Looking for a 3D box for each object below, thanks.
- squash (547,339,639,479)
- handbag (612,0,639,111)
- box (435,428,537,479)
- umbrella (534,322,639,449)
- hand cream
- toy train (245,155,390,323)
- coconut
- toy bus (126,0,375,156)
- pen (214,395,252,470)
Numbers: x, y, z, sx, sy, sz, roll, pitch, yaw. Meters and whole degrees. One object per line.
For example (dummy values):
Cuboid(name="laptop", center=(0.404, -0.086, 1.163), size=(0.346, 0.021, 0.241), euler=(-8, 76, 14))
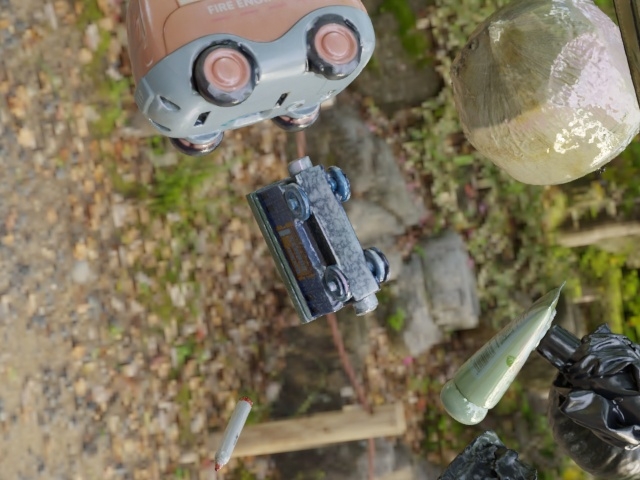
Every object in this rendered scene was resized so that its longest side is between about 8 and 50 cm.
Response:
Cuboid(name="squash", center=(0.388, 0.222, 1.584), size=(0.156, 0.193, 0.193), euler=(158, -74, -65))
Cuboid(name="handbag", center=(0.628, -0.307, 1.723), size=(0.160, 0.358, 0.237), euler=(-143, -142, -80))
Cuboid(name="box", center=(0.071, 0.379, 1.196), size=(0.359, 0.091, 0.350), euler=(-25, 147, -60))
Cuboid(name="umbrella", center=(0.344, 0.184, 1.257), size=(0.122, 0.272, 0.110), euler=(-50, 171, -14))
Cuboid(name="hand cream", center=(0.331, 0.197, 2.137), size=(0.093, 0.306, 0.147), euler=(39, 20, 8))
Cuboid(name="toy train", center=(0.000, 0.000, 2.150), size=(0.202, 0.131, 0.300), euler=(-19, -85, 60))
Cuboid(name="coconut", center=(0.446, -0.336, 2.470), size=(0.404, 0.404, 0.405), euler=(-9, 90, -79))
Cuboid(name="toy bus", center=(-0.095, -0.243, 1.404), size=(0.232, 0.287, 0.194), euler=(66, -21, 11))
Cuboid(name="pen", center=(-0.138, 0.302, 1.868), size=(0.218, 0.026, 0.026), euler=(-68, 147, -69))
